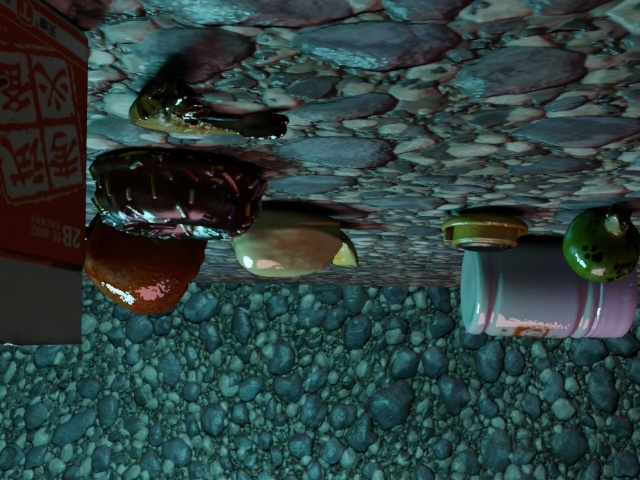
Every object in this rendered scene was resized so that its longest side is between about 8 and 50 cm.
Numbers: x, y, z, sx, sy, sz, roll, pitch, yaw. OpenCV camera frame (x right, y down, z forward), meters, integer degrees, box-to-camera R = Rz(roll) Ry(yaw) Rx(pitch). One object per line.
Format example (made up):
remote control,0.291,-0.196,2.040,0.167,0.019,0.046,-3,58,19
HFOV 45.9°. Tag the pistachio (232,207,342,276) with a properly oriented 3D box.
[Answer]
pistachio,-0.052,0.004,1.279,0.200,0.117,0.145,4,167,-24

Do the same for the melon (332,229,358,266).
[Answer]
melon,0.000,0.000,1.442,0.160,0.079,0.128,4,154,-8

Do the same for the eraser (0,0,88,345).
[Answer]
eraser,-0.201,-0.049,0.470,0.038,0.230,0.157,-3,171,14

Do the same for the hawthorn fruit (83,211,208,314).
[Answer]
hawthorn fruit,-0.298,0.011,1.198,0.225,0.197,0.196,20,168,-12

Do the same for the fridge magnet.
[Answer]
fridge magnet,0.274,-0.015,1.263,0.143,0.063,0.143,5,171,1

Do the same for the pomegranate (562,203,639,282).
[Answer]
pomegranate,0.445,-0.003,1.178,0.122,0.122,0.161,2,145,-1

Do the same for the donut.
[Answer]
donut,-0.186,-0.053,0.997,0.235,0.089,0.235,3,171,0

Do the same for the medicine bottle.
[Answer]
medicine bottle,0.463,0.101,1.568,0.315,0.202,0.202,3,173,1

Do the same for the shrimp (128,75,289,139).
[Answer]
shrimp,-0.093,-0.114,0.682,0.147,0.035,0.195,7,178,-20
